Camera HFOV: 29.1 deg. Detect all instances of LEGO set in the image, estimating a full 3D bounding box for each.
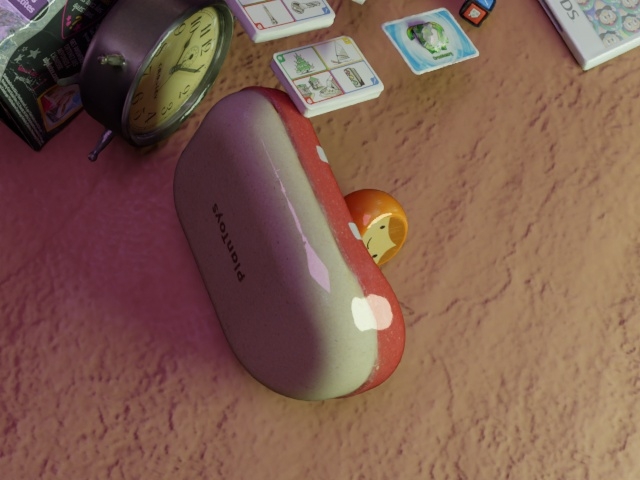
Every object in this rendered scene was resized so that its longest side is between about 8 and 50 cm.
[{"bbox_3d":[0.023,-0.186,0.952,0.244,0.060,0.182,-22,72,-39],"label":"LEGO set"}]

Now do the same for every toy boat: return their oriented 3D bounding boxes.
[{"bbox_3d":[0.000,0.000,0.899,0.151,0.151,0.231,-11,68,-33],"label":"toy boat"}]

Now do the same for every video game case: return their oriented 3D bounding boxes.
[{"bbox_3d":[0.250,-0.232,1.020,0.157,0.019,0.143,-26,72,-8],"label":"video game case"}]

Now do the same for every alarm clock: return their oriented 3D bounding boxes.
[{"bbox_3d":[-0.116,-0.150,0.951,0.064,0.129,0.192,37,50,15],"label":"alarm clock"}]

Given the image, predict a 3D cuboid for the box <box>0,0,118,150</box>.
[{"bbox_3d":[-0.272,-0.220,0.952,0.247,0.163,0.142,40,78,13],"label":"box"}]
